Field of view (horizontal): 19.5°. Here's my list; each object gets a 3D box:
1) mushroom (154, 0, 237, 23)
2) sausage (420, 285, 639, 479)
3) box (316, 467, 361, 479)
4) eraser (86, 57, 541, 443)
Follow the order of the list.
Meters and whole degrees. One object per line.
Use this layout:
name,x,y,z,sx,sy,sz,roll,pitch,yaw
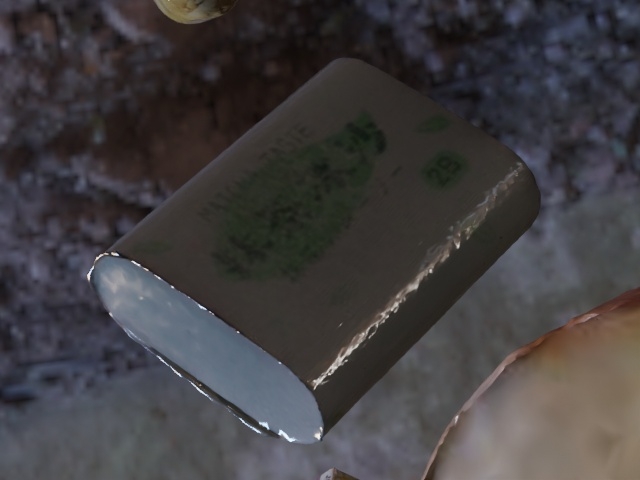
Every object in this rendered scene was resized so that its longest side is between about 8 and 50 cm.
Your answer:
mushroom,-0.106,-0.267,1.735,0.112,0.148,0.148,9,154,-10
sausage,0.190,0.102,0.653,0.233,0.233,0.287,-25,175,32
box,0.086,0.184,1.003,0.207,0.050,0.041,24,143,-10
eraser,0.000,0.000,1.122,0.227,0.174,0.081,-43,159,-33
